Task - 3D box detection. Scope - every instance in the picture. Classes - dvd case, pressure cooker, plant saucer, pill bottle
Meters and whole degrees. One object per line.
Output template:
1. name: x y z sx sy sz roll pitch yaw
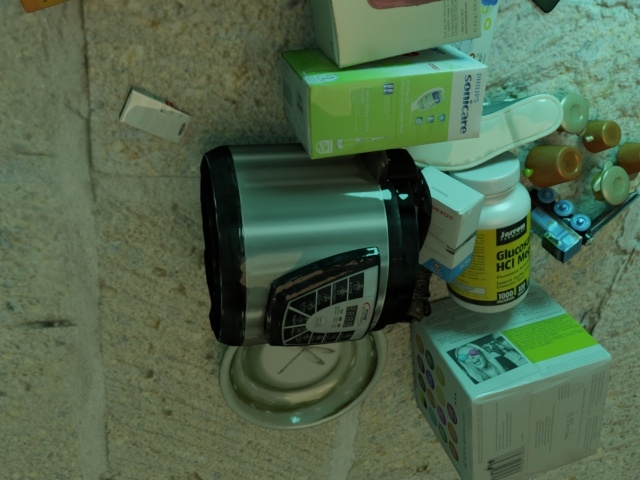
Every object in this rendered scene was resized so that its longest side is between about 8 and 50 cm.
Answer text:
1. dvd case: 0.650 -0.035 1.450 0.221 0.164 0.018 -42 80 11
2. pressure cooker: -0.001 -0.006 1.128 0.420 0.370 0.376 -4 90 -16
3. plant saucer: -0.044 0.274 1.445 0.400 0.101 0.401 -8 122 -12
4. pill bottle: 0.359 -0.022 1.331 0.187 0.188 0.334 -17 124 -6

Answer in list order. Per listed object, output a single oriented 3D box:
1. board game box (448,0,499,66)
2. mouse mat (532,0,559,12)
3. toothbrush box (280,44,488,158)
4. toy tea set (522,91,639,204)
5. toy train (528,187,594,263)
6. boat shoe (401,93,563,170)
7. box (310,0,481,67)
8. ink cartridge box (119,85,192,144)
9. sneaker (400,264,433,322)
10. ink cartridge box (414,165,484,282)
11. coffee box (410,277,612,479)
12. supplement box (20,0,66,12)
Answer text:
1. board game box: 0.161 -0.395 1.103 0.301 0.086 0.308 -5 122 -14
2. mouse mat: 0.421 -0.539 1.142 0.189 0.007 0.153 28 110 -28
3. toothbrush box: 0.093 -0.241 1.000 0.283 0.206 0.122 -8 122 -11
4. toy tea set: 0.594 -0.184 1.374 0.335 0.124 0.200 20 84 -23
5. toy train: 0.520 -0.040 1.376 0.105 0.184 0.080 -37 149 -6
6. boat shoe: 0.320 -0.219 1.244 0.319 0.099 0.116 -15 102 7
7. box: 0.111 -0.367 0.942 0.232 0.149 0.127 -14 122 -8
8. ink cartridge box: -0.296 -0.224 1.103 0.115 0.029 0.063 20 112 -28
9. sneaker: 0.230 0.098 1.405 0.087 0.130 0.228 20 111 -28
10. ink cartridge box: 0.237 -0.032 1.227 0.082 0.139 0.191 -33 142 -29
11. coffee box: 0.441 0.342 1.494 0.337 0.334 0.338 -15 123 -10
12. supplement box: -0.351 -0.426 0.933 0.233 0.080 0.078 -22 127 -5
